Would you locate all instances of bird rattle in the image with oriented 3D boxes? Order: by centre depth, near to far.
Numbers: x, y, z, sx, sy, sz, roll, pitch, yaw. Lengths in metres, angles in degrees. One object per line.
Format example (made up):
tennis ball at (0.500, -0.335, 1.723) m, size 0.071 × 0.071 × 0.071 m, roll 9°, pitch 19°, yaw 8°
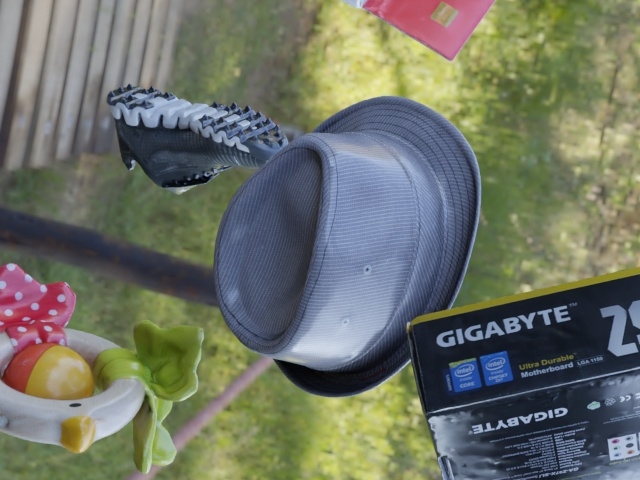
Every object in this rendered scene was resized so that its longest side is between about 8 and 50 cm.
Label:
bird rattle at (-0.240, 0.113, 1.167) m, size 0.143 × 0.253 × 0.207 m, roll -68°, pitch 167°, yaw 22°

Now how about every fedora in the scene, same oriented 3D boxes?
fedora at (0.000, 0.000, 1.085) m, size 0.124 × 0.244 × 0.275 m, roll 9°, pitch 116°, yaw -46°

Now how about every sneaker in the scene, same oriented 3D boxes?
sneaker at (-0.131, -0.096, 1.360) m, size 0.078 × 0.234 × 0.106 m, roll -31°, pitch 130°, yaw -50°

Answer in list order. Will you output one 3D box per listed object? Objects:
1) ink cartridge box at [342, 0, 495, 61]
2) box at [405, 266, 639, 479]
ink cartridge box at (0.119, -0.388, 1.510) m, size 0.296 × 0.261 × 0.066 m, roll -55°, pitch 168°, yaw -27°
box at (0.235, 0.118, 0.799) m, size 0.257 × 0.322 × 0.079 m, roll 69°, pitch 10°, yaw -47°
